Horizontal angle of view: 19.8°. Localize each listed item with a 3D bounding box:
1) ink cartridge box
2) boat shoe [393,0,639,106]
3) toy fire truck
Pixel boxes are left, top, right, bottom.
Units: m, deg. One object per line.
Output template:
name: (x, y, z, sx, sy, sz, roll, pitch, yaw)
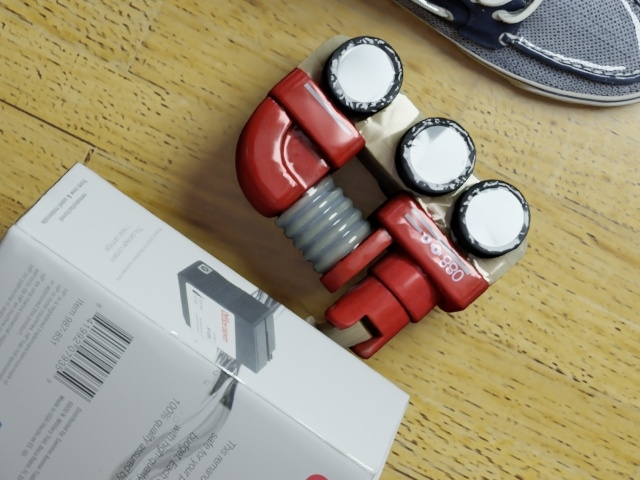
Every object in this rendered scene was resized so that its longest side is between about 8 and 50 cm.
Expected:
ink cartridge box: (-0.125, 0.128, 1.344, 0.307, 0.129, 0.223, 35, 118, -2)
boat shoe: (0.121, -0.202, 1.351, 0.340, 0.158, 0.127, 26, 93, -1)
toy fire truck: (0.000, 0.000, 1.381, 0.246, 0.158, 0.217, -42, 92, -8)
